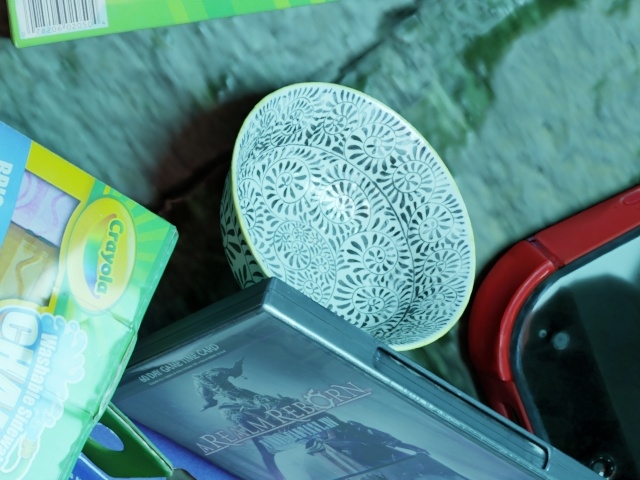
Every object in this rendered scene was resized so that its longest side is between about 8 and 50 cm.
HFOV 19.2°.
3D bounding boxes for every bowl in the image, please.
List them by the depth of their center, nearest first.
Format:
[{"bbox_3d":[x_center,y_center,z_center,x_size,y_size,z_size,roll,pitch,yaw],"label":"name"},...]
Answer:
[{"bbox_3d":[0.000,0.000,1.104,0.170,0.170,0.080,32,139,-20],"label":"bowl"}]

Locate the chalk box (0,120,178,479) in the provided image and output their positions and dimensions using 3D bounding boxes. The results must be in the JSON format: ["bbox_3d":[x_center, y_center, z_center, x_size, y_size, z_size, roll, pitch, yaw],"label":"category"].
[{"bbox_3d":[-0.203,0.041,0.997,0.289,0.180,0.179,32,67,-22],"label":"chalk box"}]

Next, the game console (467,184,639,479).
[{"bbox_3d":[0.298,0.122,1.251,0.342,0.060,0.387,-27,111,-11],"label":"game console"}]

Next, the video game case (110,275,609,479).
[{"bbox_3d":[0.022,0.120,1.106,0.274,0.196,0.026,31,57,-25],"label":"video game case"}]

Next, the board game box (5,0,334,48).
[{"bbox_3d":[-0.055,-0.190,1.073,0.259,0.039,0.124,-9,109,-9],"label":"board game box"}]

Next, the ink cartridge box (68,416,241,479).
[{"bbox_3d":[-0.141,0.257,1.166,0.307,0.072,0.303,-46,110,5],"label":"ink cartridge box"}]
